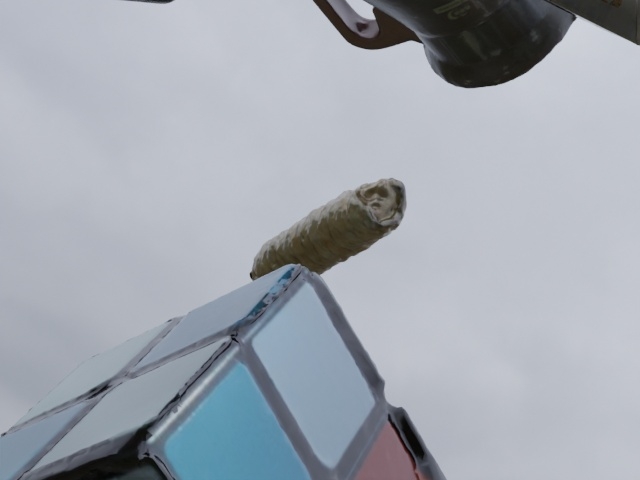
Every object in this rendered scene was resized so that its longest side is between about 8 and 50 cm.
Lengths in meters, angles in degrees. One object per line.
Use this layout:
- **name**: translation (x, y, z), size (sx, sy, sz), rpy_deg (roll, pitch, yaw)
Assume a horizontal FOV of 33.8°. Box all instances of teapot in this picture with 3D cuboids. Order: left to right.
- **teapot**: translation (0.139, -0.384, 1.421), size (0.376, 0.306, 0.362), rpy_deg (-10, -38, 37)

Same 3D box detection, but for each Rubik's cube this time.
- **Rubik's cube**: translation (-0.054, 0.141, 0.498), size (0.167, 0.183, 0.180), rpy_deg (-26, -77, 27)

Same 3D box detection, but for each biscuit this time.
- **biscuit**: translation (0.000, 0.000, 0.955), size (0.055, 0.061, 0.219), rpy_deg (38, -32, -15)

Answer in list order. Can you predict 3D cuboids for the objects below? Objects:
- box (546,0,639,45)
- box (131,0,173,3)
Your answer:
- **box**: translation (0.315, -0.258, 1.127), size (0.233, 0.067, 0.149), rpy_deg (37, 23, 33)
- **box**: translation (-0.105, -0.242, 0.595), size (0.090, 0.145, 0.201), rpy_deg (1, -35, -28)
